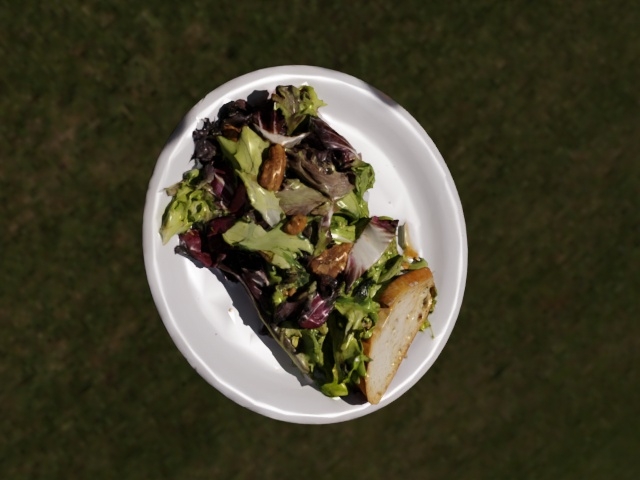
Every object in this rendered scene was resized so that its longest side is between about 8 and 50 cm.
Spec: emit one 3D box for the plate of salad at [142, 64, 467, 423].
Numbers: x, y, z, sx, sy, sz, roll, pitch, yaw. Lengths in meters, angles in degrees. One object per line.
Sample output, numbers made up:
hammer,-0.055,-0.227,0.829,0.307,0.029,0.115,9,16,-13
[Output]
plate of salad,0.000,0.000,0.816,0.200,0.200,0.048,-29,-173,-26
